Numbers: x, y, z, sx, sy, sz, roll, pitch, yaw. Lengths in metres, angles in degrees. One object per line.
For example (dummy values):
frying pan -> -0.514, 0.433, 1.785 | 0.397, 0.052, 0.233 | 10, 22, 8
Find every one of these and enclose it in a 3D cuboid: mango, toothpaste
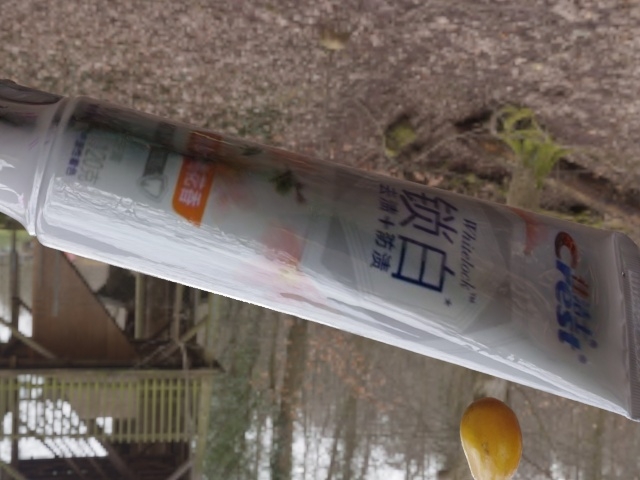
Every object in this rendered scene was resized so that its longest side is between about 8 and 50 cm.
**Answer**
mango -> 0.164, 0.196, 0.818 | 0.059, 0.089, 0.046 | 1, 162, 10
toothpaste -> 0.000, 0.000, 0.372 | 0.323, 0.100, 0.066 | 15, 145, -10
